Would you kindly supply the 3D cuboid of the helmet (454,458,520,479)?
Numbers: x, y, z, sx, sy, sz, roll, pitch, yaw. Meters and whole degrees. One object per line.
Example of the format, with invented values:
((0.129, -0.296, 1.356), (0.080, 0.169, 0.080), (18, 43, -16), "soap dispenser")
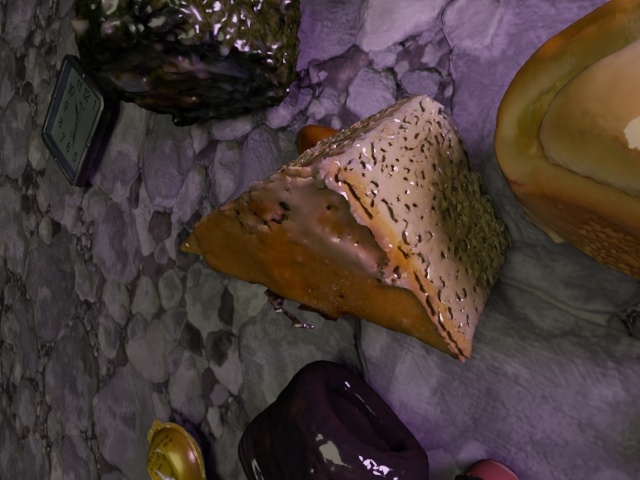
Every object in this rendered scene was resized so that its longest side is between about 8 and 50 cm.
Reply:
((0.208, 0.292, 0.492), (0.065, 0.049, 0.084), (51, 151, -11), "helmet")

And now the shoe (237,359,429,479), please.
((0.052, 0.351, 0.527), (0.237, 0.171, 0.384), (-54, 55, 27), "shoe")

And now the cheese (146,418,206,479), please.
((-0.270, 0.479, 0.816), (0.270, 0.069, 0.177), (39, 112, 25), "cheese")

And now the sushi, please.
((-0.217, -0.317, 0.644), (0.352, 0.294, 0.178), (1, 87, 38), "sushi")

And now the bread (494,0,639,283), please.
((0.304, -0.074, 0.306), (0.315, 0.270, 0.211), (35, 95, 36), "bread")

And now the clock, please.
((-0.659, -0.321, 1.100), (0.273, 0.049, 0.279), (46, 115, 25), "clock")

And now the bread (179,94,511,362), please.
((0.030, 0.006, 0.502), (0.279, 0.248, 0.315), (49, 143, -9), "bread")

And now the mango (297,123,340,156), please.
((0.005, -0.140, 0.628), (0.114, 0.060, 0.080), (43, 129, 25), "mango")
